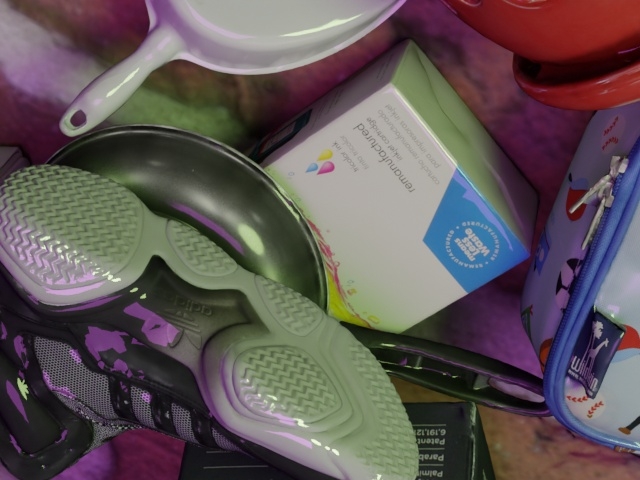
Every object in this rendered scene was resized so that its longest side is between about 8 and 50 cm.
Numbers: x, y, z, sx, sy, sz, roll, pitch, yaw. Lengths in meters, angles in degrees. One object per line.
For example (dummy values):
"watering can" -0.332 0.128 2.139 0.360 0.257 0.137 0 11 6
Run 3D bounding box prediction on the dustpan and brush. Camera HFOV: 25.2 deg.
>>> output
"dustpan and brush" -0.064 -0.132 0.796 0.211 0.060 0.147 -42 94 -8

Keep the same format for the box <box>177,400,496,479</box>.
"box" 0.022 0.317 0.852 0.179 0.312 0.343 -4 139 13

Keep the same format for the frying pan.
"frying pan" -0.042 0.066 0.847 0.326 0.053 0.197 38 122 -5

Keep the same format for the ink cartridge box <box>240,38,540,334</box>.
"ink cartridge box" 0.000 0.000 0.871 0.231 0.078 0.134 -33 107 26

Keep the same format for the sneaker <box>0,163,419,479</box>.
"sneaker" -0.084 0.084 0.783 0.269 0.101 0.153 35 122 2

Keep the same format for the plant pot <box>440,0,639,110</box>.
"plant pot" 0.129 -0.168 0.689 0.191 0.191 0.174 -27 114 24

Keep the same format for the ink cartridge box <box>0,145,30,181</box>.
"ink cartridge box" -0.295 0.020 0.935 0.213 0.093 0.154 2 119 8

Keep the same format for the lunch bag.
"lunch bag" 0.267 0.015 0.781 0.304 0.115 0.243 13 120 -10
